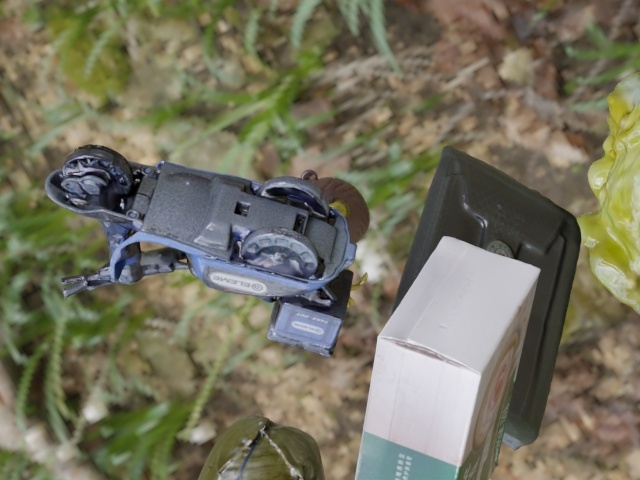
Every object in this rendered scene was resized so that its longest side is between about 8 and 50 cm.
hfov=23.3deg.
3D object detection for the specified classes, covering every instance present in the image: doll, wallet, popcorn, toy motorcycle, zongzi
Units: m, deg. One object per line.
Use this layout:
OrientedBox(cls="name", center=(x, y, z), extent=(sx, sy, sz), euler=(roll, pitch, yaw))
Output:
OrientedBox(cls="doll", center=(0.009, -0.002, 2.080), extent=(0.188, 0.145, 0.096), euler=(55, 178, -12))
OrientedBox(cls="wallet", center=(0.147, 0.045, 1.346), extent=(0.169, 0.245, 0.052), euler=(33, 142, -19))
OrientedBox(cls="popcorn", center=(0.422, -0.028, 1.547), extent=(0.312, 0.312, 0.312), euler=(56, 166, 21))
OrientedBox(cls="toy motorcycle", center=(-0.133, 0.007, 1.712), extent=(0.212, 0.359, 0.125), euler=(110, 175, -49))
OrientedBox(cls="zongzi", center=(-0.176, 0.401, 1.971), extent=(0.174, 0.393, 0.356), euler=(36, -127, -78))

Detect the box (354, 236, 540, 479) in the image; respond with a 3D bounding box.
OrientedBox(cls="box", center=(0.086, 0.117, 1.102), extent=(0.081, 0.135, 0.199), euler=(17, 127, 17))
